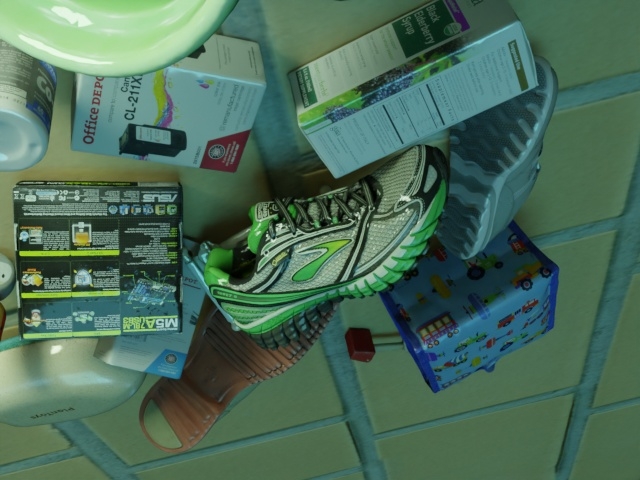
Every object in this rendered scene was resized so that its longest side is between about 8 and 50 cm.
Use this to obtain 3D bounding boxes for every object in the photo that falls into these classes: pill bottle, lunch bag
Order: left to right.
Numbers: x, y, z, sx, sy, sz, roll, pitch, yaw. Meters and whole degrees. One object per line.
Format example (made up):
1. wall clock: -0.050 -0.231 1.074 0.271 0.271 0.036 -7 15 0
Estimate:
1. pill bottle: -0.283 -0.136 0.642 0.078 0.137 0.078 -7 141 -6
2. lunch bag: 0.241 0.131 1.069 0.220 0.138 0.293 -30 139 0

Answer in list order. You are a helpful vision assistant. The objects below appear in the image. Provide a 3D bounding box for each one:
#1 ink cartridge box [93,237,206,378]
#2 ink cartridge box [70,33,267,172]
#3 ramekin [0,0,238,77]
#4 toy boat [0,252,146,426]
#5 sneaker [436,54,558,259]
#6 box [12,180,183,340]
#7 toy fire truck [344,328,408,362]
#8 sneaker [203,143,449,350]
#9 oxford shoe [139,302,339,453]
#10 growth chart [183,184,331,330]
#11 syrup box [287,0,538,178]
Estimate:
1. ink cartridge box: -0.217 0.082 0.934 0.104 0.180 0.060 22 169 -35
2. ink cartridge box: -0.158 -0.146 0.715 0.175 0.072 0.127 5 138 -22
3. ramekin: -0.136 -0.269 0.424 0.303 0.148 0.304 17 134 18
4. toy boat: -0.385 0.143 0.962 0.267 0.148 0.318 -11 148 6
5. sneaker: 0.222 -0.108 0.871 0.115 0.105 0.281 -26 148 -33
6. box: -0.259 0.023 0.834 0.190 0.045 0.184 -1 104 -14
7. toy fire truck: 0.152 0.153 1.173 0.192 0.047 0.135 8 137 -25
8. sneaker: 0.000 0.000 0.808 0.343 0.134 0.146 -36 117 24
9. oxford shoe: -0.114 0.155 1.070 0.397 0.140 0.146 -41 177 17
10. growth chart: -0.048 0.032 0.934 0.237 0.021 0.172 -25 116 3
11. syrup box: 0.094 -0.169 0.739 0.236 0.093 0.096 -24 139 13
